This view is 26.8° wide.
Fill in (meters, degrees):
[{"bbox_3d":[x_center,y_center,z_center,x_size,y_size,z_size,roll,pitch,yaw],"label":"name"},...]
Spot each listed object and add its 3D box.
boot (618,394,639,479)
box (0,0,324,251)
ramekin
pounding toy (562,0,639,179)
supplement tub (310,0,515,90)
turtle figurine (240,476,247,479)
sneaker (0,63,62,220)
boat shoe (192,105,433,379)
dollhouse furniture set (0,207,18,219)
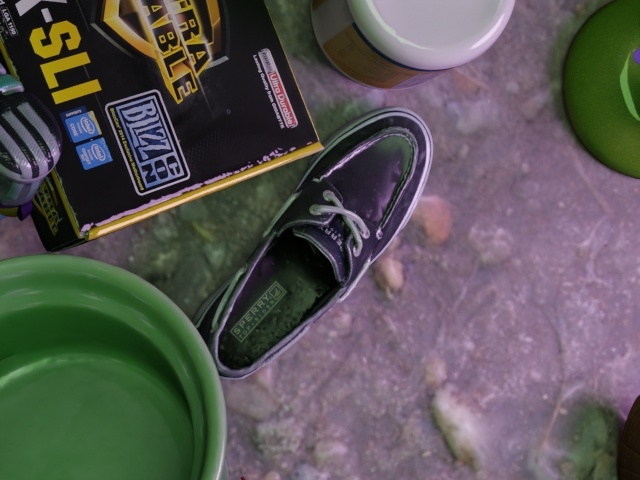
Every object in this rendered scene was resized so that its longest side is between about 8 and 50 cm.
[{"bbox_3d":[0.396,0.260,1.270,0.203,0.095,0.262,-6,92,-12],"label":"boot"},{"bbox_3d":[-0.167,-0.181,1.123,0.257,0.079,0.322,-23,93,-35],"label":"box"},{"bbox_3d":[-0.214,0.177,1.061,0.303,0.148,0.304,-2,64,4],"label":"ramekin"},{"bbox_3d":[0.356,-0.159,1.266,0.236,0.110,0.183,-19,93,-12],"label":"pounding toy"},{"bbox_3d":[0.072,-0.207,1.159,0.144,0.199,0.144,0,89,-12],"label":"supplement tub"},{"bbox_3d":[-0.085,0.306,1.160,0.234,0.118,0.175,-30,135,-18],"label":"turtle figurine"},{"bbox_3d":[-0.284,-0.116,1.023,0.083,0.098,0.224,-27,73,-33],"label":"sneaker"},{"bbox_3d":[0.000,0.000,1.188,0.108,0.102,0.301,45,81,-8],"label":"boat shoe"},{"bbox_3d":[-0.377,-0.104,1.010,0.303,0.198,0.287,-15,111,-18],"label":"dollhouse furniture set"}]
